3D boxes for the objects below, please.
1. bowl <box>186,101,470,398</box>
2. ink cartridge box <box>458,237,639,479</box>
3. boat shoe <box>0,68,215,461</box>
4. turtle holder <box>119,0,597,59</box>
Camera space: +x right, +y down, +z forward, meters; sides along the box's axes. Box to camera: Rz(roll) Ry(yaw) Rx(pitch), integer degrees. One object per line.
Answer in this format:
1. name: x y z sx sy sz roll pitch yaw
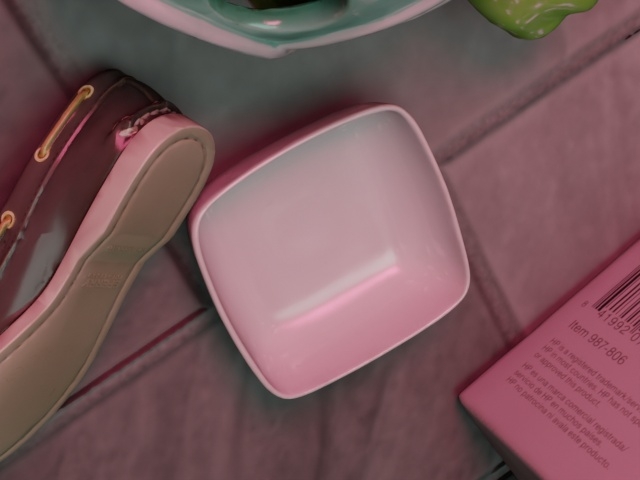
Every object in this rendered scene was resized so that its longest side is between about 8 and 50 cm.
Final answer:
1. bowl: 0.000 0.000 0.721 0.142 0.053 0.142 -30 121 -11
2. ink cartridge box: 0.328 0.075 0.766 0.395 0.285 0.166 -40 123 -4
3. boat shoe: -0.143 0.021 0.658 0.227 0.069 0.081 -54 157 6
4. turtle holder: 0.007 -0.203 0.562 0.227 0.243 0.320 -55 163 21
